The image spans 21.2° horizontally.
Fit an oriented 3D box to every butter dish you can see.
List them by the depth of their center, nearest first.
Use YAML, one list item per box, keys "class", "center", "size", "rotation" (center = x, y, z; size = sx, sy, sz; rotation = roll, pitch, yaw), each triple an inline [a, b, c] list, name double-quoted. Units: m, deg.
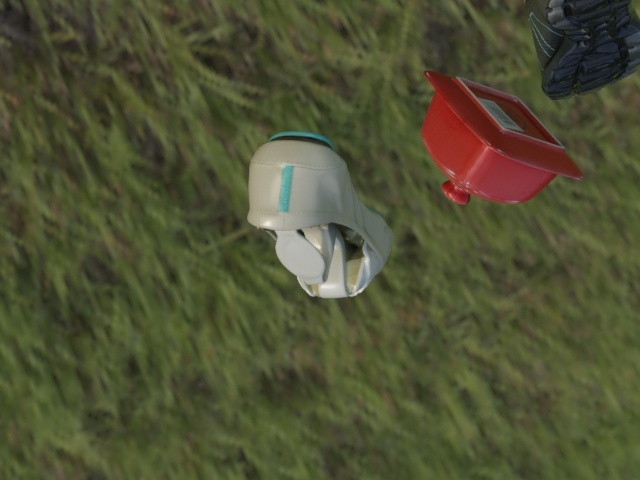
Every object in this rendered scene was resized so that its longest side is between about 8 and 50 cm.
- class: "butter dish"
  center: [0.173, -0.091, 1.837]
  size: [0.160, 0.160, 0.118]
  rotation: [14, 119, -41]

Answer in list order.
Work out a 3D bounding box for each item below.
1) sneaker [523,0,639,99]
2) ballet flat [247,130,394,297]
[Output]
- class: "sneaker"
  center: [0.221, -0.208, 1.457]
  size: [0.101, 0.106, 0.267]
  rotation: [-19, 159, 1]
- class: "ballet flat"
  center: [0.000, 0.000, 1.235]
  size: [0.086, 0.086, 0.248]
  rotation: [-30, 157, 5]
